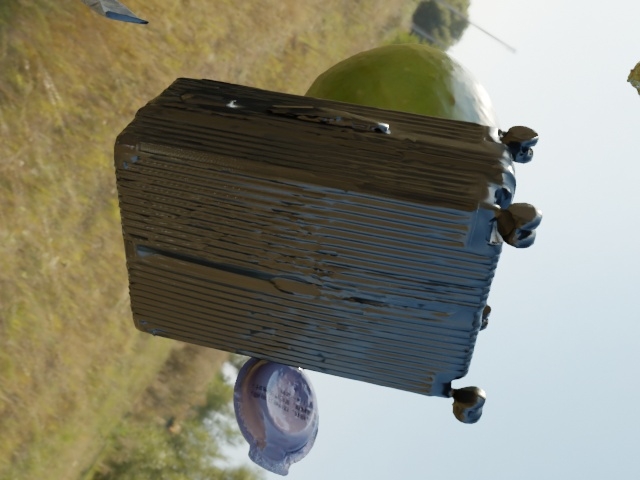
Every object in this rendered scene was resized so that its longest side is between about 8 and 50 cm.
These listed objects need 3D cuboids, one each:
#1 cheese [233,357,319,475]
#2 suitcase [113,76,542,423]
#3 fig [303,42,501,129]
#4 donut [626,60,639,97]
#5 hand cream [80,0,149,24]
[{"bbox_3d":[-0.039,0.144,0.780,0.042,0.105,0.191,-36,-150,38],"label":"cheese"},{"bbox_3d":[0.000,0.000,0.679,0.152,0.335,0.229,-69,167,-52],"label":"suitcase"},{"bbox_3d":[0.106,-0.090,0.927,0.258,0.258,0.326,-58,-144,24],"label":"fig"},{"bbox_3d":[0.447,-0.163,0.918,0.108,0.166,0.065,-43,-167,-18],"label":"donut"},{"bbox_3d":[-0.155,-0.167,0.540,0.030,0.093,0.019,0,122,-44],"label":"hand cream"}]
